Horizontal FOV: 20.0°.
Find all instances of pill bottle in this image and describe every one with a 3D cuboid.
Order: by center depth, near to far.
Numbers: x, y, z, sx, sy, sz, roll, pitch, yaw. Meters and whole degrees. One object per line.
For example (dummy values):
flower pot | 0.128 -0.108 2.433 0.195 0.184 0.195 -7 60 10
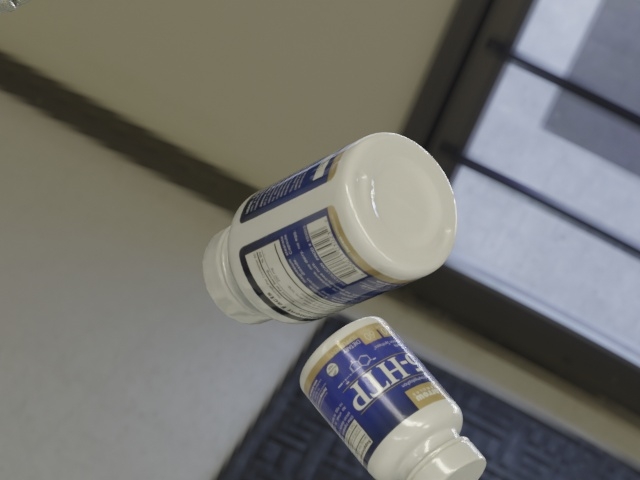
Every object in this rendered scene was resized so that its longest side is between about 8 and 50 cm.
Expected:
pill bottle | 0.000 0.000 1.162 0.094 0.169 0.094 16 64 -35
pill bottle | 0.075 0.177 1.803 0.112 0.112 0.186 -14 54 -44

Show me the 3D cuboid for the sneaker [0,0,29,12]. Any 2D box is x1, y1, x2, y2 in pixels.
sneaker | -0.219 -0.268 1.443 0.132 0.228 0.086 6 -24 37
